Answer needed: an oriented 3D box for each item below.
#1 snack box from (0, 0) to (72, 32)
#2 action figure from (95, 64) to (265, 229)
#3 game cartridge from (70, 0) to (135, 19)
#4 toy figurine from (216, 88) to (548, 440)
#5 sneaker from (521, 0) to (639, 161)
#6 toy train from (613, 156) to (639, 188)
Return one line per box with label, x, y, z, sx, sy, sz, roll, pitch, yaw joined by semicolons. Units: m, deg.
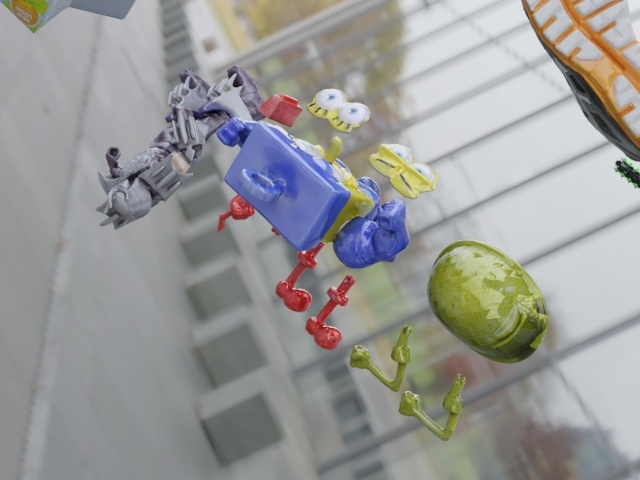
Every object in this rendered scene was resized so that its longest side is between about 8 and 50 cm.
snack box;-0.314;-0.347;1.812;0.174;0.070;0.207;43;-39;1
action figure;-0.184;-0.112;2.084;0.099;0.185;0.285;58;40;-17
game cartridge;-0.284;-0.422;2.092;0.062;0.198;0.297;-83;-174;-56
toy figurine;0.000;0.000;1.494;0.362;0.191;0.217;46;15;29
sneaker;0.226;-0.150;1.414;0.215;0.084;0.083;60;-11;10
toy train;0.317;-0.058;1.693;0.023;0.017;0.083;26;14;-33
